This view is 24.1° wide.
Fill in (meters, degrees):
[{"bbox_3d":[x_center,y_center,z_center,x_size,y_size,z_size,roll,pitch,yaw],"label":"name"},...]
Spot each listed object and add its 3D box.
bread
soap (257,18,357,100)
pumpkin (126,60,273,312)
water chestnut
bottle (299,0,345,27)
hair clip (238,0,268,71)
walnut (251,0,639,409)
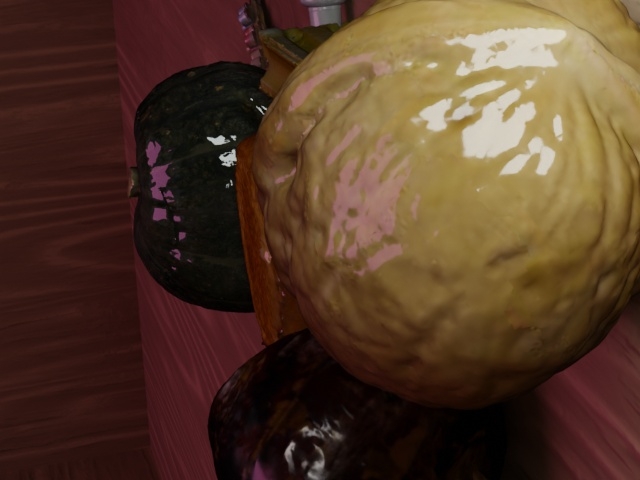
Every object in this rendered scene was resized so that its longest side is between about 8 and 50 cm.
[{"bbox_3d":[0.001,-0.002,1.670,0.312,0.172,0.312,170,90,-78],"label":"bread"},{"bbox_3d":[0.024,-0.172,1.561,0.233,0.135,0.076,-132,37,-64],"label":"soap"},{"bbox_3d":[-0.123,-0.070,1.958,0.291,0.257,0.327,-139,47,-79],"label":"pumpkin"},{"bbox_3d":[0.060,0.236,1.399,0.347,0.335,0.335,34,139,30],"label":"water chestnut"},{"bbox_3d":[0.001,-0.305,1.728,0.060,0.060,0.217,-145,49,-71],"label":"bottle"},{"bbox_3d":[-0.083,-0.267,2.090,0.062,0.056,0.214,50,-168,-44],"label":"hair clip"},{"bbox_3d":[0.104,-0.040,1.041,0.333,0.333,0.332,172,90,-76],"label":"walnut"}]
